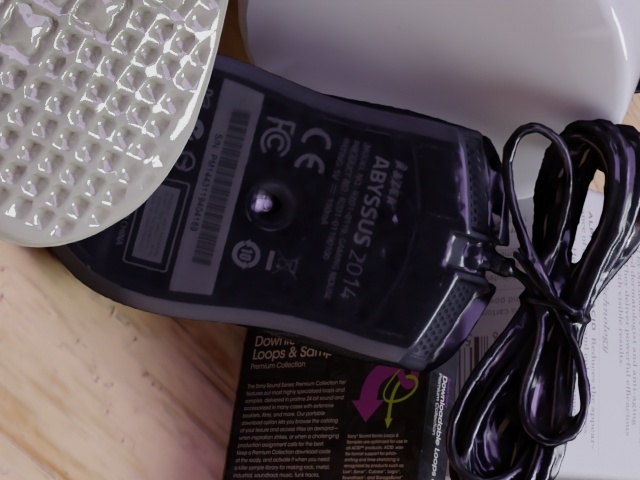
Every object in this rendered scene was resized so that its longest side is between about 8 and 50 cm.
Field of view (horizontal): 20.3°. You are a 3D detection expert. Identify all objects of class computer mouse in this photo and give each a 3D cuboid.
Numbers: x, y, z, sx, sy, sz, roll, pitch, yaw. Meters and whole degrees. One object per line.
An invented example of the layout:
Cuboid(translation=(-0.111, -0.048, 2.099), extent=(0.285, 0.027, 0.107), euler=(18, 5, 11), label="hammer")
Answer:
Cuboid(translation=(0.000, 0.000, 0.811), extent=(0.072, 0.272, 0.188), euler=(178, -69, -89), label="computer mouse")

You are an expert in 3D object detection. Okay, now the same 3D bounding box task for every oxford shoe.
Cuboid(translation=(-0.140, -0.219, 0.704), extent=(0.169, 0.130, 0.449), euler=(-20, 110, -27), label="oxford shoe")

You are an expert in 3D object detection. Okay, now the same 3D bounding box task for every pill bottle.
Cuboid(translation=(0.111, -0.215, 0.939), extent=(0.224, 0.224, 0.392), euler=(58, 39, -31), label="pill bottle")

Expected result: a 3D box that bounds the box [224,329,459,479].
Cuboid(translation=(0.008, 0.105, 0.864), extent=(0.029, 0.116, 0.162), euler=(29, 63, -49), label="box")

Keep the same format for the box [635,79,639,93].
Cuboid(translation=(0.230, -0.120, 1.138), extent=(0.191, 0.184, 0.045), euler=(-15, 96, -52), label="box")

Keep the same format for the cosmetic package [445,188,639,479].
Cuboid(translation=(0.106, 0.060, 0.973), extent=(0.184, 0.151, 0.151), euler=(14, 74, -53), label="cosmetic package")
